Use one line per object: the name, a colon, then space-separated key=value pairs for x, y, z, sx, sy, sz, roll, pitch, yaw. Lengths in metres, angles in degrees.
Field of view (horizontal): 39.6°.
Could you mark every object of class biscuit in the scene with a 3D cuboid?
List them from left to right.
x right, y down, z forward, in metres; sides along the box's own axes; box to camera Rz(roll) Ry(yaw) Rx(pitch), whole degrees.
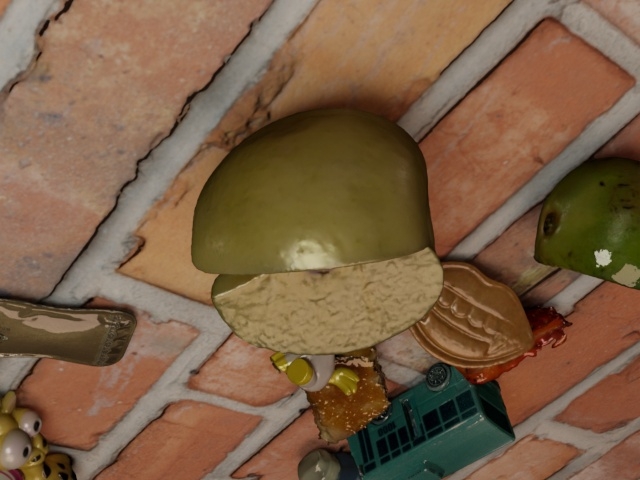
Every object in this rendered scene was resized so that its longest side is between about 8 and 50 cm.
biscuit: x=0.203 y=0.108 z=1.262 sx=0.221 sy=0.029 sz=0.142 roll=32 pitch=95 yaw=-9

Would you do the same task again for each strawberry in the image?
strawberry: x=0.283 y=0.148 z=1.363 sx=0.188 sy=0.082 sz=0.121 roll=-22 pitch=144 yaw=-11

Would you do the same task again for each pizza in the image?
pizza: x=0.036 y=0.224 z=1.376 sx=0.147 sy=0.069 sz=0.226 roll=-13 pitch=129 yaw=14

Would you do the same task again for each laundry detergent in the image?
laundry detergent: x=0.055 y=0.452 z=1.615 sx=0.143 sy=0.094 sz=0.290 roll=-28 pitch=132 yaw=24

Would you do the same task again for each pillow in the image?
pillow: x=-0.363 y=0.123 z=1.198 sx=0.218 sy=0.033 sz=0.130 roll=11 pitch=133 yaw=-24

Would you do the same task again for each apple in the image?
apple: x=-0.002 y=-0.021 z=0.997 sx=0.258 sy=0.233 sz=0.295 roll=-7 pitch=153 yaw=12

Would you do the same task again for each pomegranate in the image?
pomegranate: x=0.398 y=-0.018 z=1.119 sx=0.190 sy=0.241 sz=0.159 roll=5 pitch=102 yaw=-59

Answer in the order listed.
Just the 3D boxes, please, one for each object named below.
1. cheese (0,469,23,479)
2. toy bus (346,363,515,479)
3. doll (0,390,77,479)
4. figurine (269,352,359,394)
cheese: x=-0.568 y=0.364 z=1.379 sx=0.155 sy=0.062 sz=0.244 roll=-32 pitch=134 yaw=21
toy bus: x=0.174 y=0.316 z=1.456 sx=0.256 sy=0.147 sz=0.128 roll=-35 pitch=131 yaw=20
doll: x=-0.439 y=0.336 z=1.351 sx=0.086 sy=0.117 sz=0.291 roll=2 pitch=137 yaw=14
figurine: x=0.006 y=0.127 z=1.253 sx=0.130 sy=0.109 sz=0.178 roll=13 pitch=97 yaw=-13
